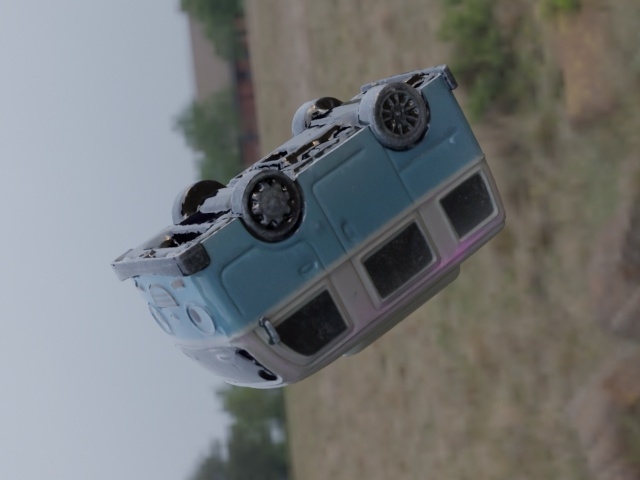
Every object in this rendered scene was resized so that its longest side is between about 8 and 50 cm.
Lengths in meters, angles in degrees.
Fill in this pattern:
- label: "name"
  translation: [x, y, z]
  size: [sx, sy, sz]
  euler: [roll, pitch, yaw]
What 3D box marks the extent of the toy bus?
- label: "toy bus"
  translation: [0.000, 0.000, 0.635]
  size: [0.075, 0.123, 0.060]
  euler: [60, 154, -13]
